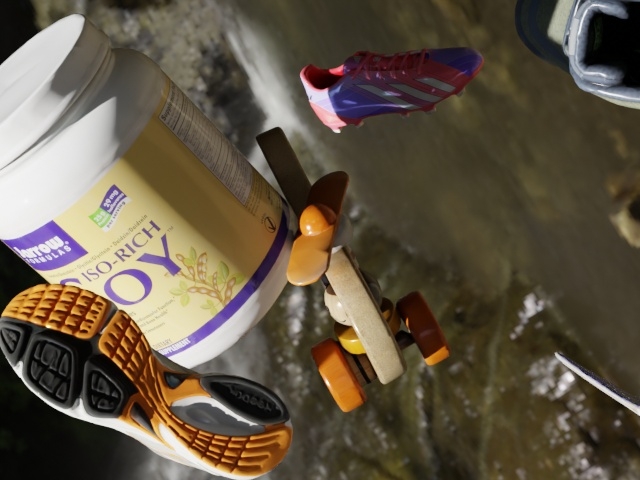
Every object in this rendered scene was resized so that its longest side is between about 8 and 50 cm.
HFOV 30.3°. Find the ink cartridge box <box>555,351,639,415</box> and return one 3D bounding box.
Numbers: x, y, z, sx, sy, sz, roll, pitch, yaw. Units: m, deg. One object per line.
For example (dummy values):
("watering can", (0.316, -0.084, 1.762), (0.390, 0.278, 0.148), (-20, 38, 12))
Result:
("ink cartridge box", (0.331, 0.167, 0.699), (0.303, 0.072, 0.307), (28, -169, -42))

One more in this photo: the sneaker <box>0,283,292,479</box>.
("sneaker", (-0.152, 0.132, 0.996), (0.262, 0.099, 0.121), (29, 158, 4))

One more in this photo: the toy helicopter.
("toy helicopter", (0.000, 0.000, 1.317), (0.355, 0.140, 0.235), (62, -179, 33))

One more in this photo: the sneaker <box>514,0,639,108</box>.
("sneaker", (0.199, -0.140, 0.754), (0.300, 0.121, 0.111), (-146, 56, -64))

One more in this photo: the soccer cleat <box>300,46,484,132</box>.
("soccer cleat", (0.085, -0.204, 1.476), (0.248, 0.083, 0.095), (-12, 126, 39))

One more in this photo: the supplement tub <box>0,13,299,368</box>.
("supplement tub", (-0.205, -0.047, 1.238), (0.331, 0.241, 0.241), (46, 179, -28))
